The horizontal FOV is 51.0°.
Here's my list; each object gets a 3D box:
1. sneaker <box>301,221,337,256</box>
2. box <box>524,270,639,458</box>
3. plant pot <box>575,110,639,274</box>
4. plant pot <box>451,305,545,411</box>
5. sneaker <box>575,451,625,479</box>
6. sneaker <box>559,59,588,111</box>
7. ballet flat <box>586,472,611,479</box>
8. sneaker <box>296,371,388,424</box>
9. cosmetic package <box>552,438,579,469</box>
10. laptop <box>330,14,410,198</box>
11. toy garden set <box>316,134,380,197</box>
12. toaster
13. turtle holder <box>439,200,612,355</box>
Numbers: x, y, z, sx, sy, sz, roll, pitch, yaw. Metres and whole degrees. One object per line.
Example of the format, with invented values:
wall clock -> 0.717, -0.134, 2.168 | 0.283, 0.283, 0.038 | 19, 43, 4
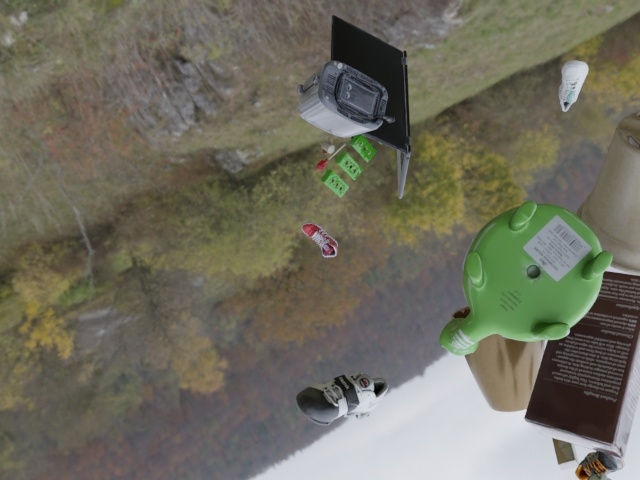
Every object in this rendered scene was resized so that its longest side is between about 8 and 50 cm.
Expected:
sneaker -> 0.000, 0.000, 1.789 | 0.042, 0.118, 0.067 | -48, -159, 21
box -> 0.613, 0.262, 1.493 | 0.191, 0.143, 0.382 | 9, -113, 40
plant pot -> 0.814, -0.136, 1.634 | 0.333, 0.334, 0.306 | -29, 136, -20
plant pot -> 0.478, 0.302, 1.737 | 0.237, 0.255, 0.237 | -10, -176, 1
sneaker -> 0.816, 0.659, 1.966 | 0.083, 0.084, 0.215 | -30, 154, -17
sneaker -> 0.801, -0.488, 2.138 | 0.080, 0.094, 0.212 | 8, 163, 16
ballet flat -> 0.847, 0.814, 1.903 | 0.146, 0.409, 0.147 | -18, -149, 11
sneaker -> 0.069, 0.426, 1.891 | 0.330, 0.122, 0.146 | 8, 129, -52
cosmetic package -> 0.782, 0.667, 2.146 | 0.060, 0.041, 0.115 | -28, -145, 24
laptop -> 0.148, -0.393, 2.035 | 0.236, 0.382, 0.408 | 1, 153, 2
toy garden set -> 0.073, -0.273, 1.956 | 0.244, 0.049, 0.204 | -52, 143, 1
toaster -> 0.056, -0.332, 1.629 | 0.226, 0.129, 0.146 | 20, 165, -29
turtle holder -> 0.382, 0.090, 1.273 | 0.227, 0.243, 0.321 | 20, 86, -81
